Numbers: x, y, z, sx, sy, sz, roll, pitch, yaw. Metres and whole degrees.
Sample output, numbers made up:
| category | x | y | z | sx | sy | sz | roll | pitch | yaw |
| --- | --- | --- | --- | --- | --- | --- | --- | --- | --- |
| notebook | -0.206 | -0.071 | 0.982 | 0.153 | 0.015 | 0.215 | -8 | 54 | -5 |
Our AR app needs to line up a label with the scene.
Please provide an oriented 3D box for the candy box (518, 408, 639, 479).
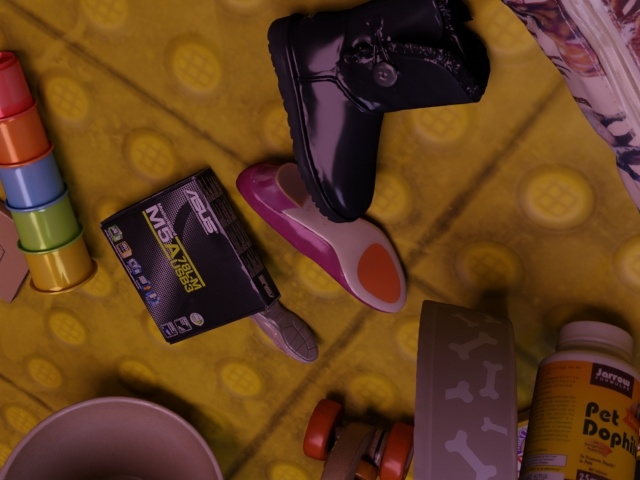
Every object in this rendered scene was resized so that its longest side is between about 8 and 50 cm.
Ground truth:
| category | x | y | z | sx | sy | sz | roll | pitch | yaw |
| --- | --- | --- | --- | --- | --- | --- | --- | --- | --- |
| candy box | 0.306 | 0.248 | 1.189 | 0.206 | 0.027 | 0.105 | -32 | 103 | 37 |

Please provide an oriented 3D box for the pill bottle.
| category | x | y | z | sx | sy | sz | roll | pitch | yaw |
| --- | --- | --- | --- | --- | --- | --- | --- | --- | --- |
| pill bottle | 0.286 | 0.200 | 1.032 | 0.117 | 0.215 | 0.117 | 13 | 152 | 7 |

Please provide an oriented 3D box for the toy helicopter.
| category | x | y | z | sx | sy | sz | roll | pitch | yaw |
| --- | --- | --- | --- | --- | --- | --- | --- | --- | --- |
| toy helicopter | 0.021 | 0.408 | 1.297 | 0.140 | 0.235 | 0.355 | 15 | 128 | 13 |

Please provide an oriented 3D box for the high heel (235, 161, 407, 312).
| category | x | y | z | sx | sy | sz | roll | pitch | yaw |
| --- | --- | --- | --- | --- | --- | --- | --- | --- | --- |
| high heel | 0.000 | 0.000 | 1.134 | 0.244 | 0.082 | 0.117 | 41 | 160 | -24 |

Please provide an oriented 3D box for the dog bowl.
| category | x | y | z | sx | sy | sz | roll | pitch | yaw |
| --- | --- | --- | --- | --- | --- | --- | --- | --- | --- |
| dog bowl | 0.163 | 0.238 | 1.057 | 0.102 | 0.348 | 0.348 | 1 | 124 | 10 |

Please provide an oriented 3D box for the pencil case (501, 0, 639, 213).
| category | x | y | z | sx | sy | sz | roll | pitch | yaw |
| --- | --- | --- | --- | --- | --- | --- | --- | --- | --- |
| pencil case | 0.306 | -0.113 | 0.828 | 0.160 | 0.183 | 0.410 | -25 | 110 | 29 |

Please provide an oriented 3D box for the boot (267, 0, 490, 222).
| category | x | y | z | sx | sy | sz | roll | pitch | yaw |
| --- | --- | --- | --- | --- | --- | --- | --- | --- | --- |
| boot | 0.072 | -0.134 | 0.975 | 0.207 | 0.094 | 0.246 | -3 | 116 | 31 |

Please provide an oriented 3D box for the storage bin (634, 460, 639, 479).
| category | x | y | z | sx | sy | sz | roll | pitch | yaw |
| --- | --- | --- | --- | --- | --- | --- | --- | --- | --- |
| storage bin | 0.387 | 0.335 | 1.172 | 0.098 | 0.091 | 0.135 | 44 | 130 | -10 |

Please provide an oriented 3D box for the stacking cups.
| category | x | y | z | sx | sy | sz | roll | pitch | yaw |
| --- | --- | --- | --- | --- | --- | --- | --- | --- | --- |
| stacking cups | -0.381 | -0.082 | 1.221 | 0.096 | 0.096 | 0.316 | 1 | 123 | 24 |

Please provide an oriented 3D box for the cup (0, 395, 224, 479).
| category | x | y | z | sx | sy | sz | roll | pitch | yaw |
| --- | --- | --- | --- | --- | --- | --- | --- | --- | --- |
| cup | -0.310 | 0.426 | 1.443 | 0.331 | 0.331 | 0.237 | 27 | 157 | 4 |

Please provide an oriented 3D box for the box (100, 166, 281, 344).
| category | x | y | z | sx | sy | sz | roll | pitch | yaw |
| --- | --- | --- | --- | --- | --- | --- | --- | --- | --- |
| box | -0.169 | 0.024 | 1.213 | 0.184 | 0.045 | 0.190 | -20 | 102 | 36 |

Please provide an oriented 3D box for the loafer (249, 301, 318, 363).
| category | x | y | z | sx | sy | sz | roll | pitch | yaw |
| --- | --- | --- | --- | --- | --- | --- | --- | --- | --- |
| loafer | -0.054 | 0.115 | 1.252 | 0.125 | 0.045 | 0.039 | 46 | 146 | -3 |

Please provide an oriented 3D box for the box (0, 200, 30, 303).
| category | x | y | z | sx | sy | sz | roll | pitch | yaw |
| --- | --- | --- | --- | --- | --- | --- | --- | --- | --- |
| box | -0.502 | -0.014 | 1.372 | 0.201 | 0.021 | 0.164 | 37 | 130 | -5 |
